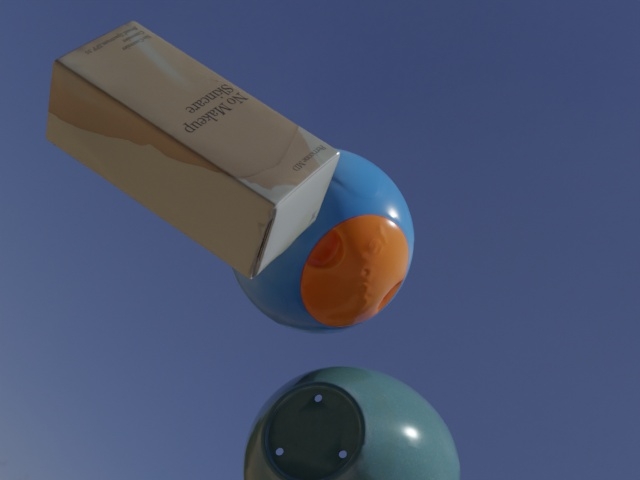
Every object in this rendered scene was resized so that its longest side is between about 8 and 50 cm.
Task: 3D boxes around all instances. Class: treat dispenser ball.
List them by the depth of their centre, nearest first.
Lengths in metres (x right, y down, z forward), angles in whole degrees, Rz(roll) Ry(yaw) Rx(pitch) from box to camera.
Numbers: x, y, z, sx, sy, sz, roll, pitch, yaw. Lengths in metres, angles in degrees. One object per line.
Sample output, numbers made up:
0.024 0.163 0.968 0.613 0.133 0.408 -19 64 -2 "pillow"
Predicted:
0.000 0.000 1.485 0.288 0.288 0.288 37 -31 27 "treat dispenser ball"

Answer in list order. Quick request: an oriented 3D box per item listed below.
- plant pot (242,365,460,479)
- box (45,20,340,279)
0.019 0.278 1.231 0.290 0.290 0.195 33 -15 32 "plant pot"
-0.150 -0.109 1.110 0.311 0.148 0.121 32 -46 12 "box"
